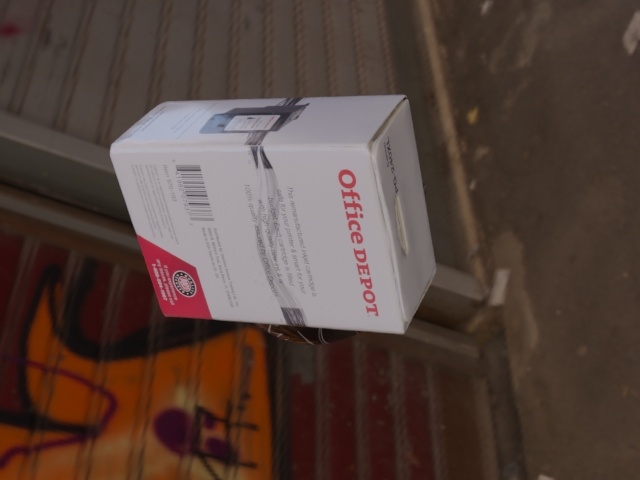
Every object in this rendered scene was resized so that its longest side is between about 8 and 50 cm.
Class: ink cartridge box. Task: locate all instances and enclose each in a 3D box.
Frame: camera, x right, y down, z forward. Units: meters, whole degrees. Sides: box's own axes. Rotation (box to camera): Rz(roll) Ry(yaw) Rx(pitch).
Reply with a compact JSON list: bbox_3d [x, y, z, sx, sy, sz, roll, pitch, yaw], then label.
[{"bbox_3d":[-0.021,-0.015,0.593,0.063,0.151,0.109,-54,-41,-51],"label":"ink cartridge box"}]

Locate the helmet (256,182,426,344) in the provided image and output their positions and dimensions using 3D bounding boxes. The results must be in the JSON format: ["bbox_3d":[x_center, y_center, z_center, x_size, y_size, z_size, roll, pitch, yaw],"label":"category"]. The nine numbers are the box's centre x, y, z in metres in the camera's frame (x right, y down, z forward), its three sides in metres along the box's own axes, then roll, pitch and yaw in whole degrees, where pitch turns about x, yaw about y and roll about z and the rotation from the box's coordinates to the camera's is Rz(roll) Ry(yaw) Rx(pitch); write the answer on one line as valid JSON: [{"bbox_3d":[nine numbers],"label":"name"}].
[{"bbox_3d":[0.000,0.000,0.882,0.161,0.169,0.169,109,172,-65],"label":"helmet"}]
